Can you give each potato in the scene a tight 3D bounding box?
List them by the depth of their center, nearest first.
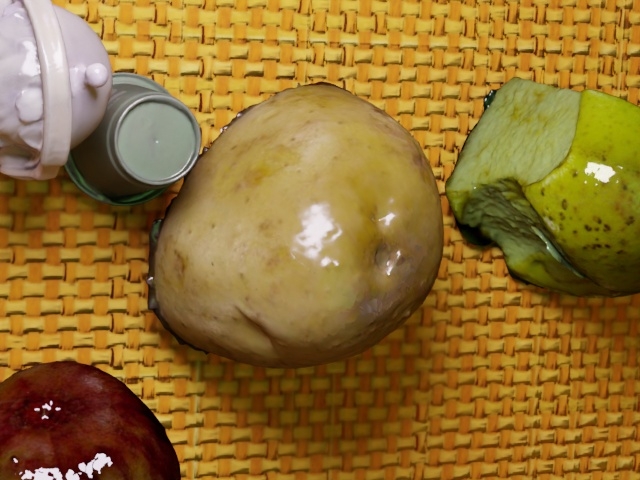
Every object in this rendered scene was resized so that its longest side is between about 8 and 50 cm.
[{"bbox_3d":[0.000,0.000,1.744,0.285,0.242,0.242,-37,109,-23],"label":"potato"}]

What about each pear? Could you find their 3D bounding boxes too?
[{"bbox_3d":[0.274,-0.024,1.842,0.238,0.255,0.164,37,81,-27],"label":"pear"}]

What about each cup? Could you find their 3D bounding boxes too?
[{"bbox_3d":[-0.160,-0.085,1.713,0.120,0.141,0.120,-3,97,-20],"label":"cup"}]

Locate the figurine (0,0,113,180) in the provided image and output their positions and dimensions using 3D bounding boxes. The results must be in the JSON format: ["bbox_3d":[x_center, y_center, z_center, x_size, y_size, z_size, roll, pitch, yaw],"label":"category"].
[{"bbox_3d":[-0.254,-0.133,1.623,0.141,0.237,0.162,-8,103,-29],"label":"figurine"}]

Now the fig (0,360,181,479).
[{"bbox_3d":[-0.234,0.271,1.729,0.217,0.217,0.321,-8,129,-21],"label":"fig"}]
